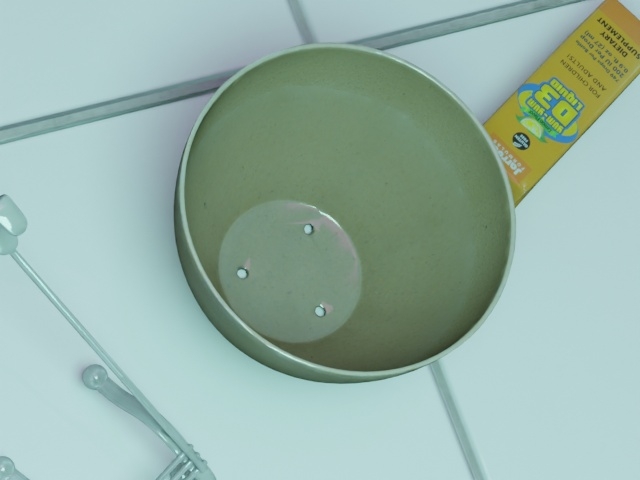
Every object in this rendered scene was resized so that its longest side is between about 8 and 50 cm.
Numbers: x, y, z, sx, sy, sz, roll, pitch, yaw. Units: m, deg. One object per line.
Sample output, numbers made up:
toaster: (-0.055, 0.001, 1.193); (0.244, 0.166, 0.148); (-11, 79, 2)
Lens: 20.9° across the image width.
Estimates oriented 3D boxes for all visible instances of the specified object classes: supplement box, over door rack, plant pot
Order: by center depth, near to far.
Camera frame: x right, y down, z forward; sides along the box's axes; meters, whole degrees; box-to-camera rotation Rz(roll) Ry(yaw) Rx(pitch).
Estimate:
over door rack: (-0.254, 0.155, 1.353); (0.239, 0.108, 0.324); (-47, 119, -25)
plant pot: (0.000, 0.000, 1.478); (0.284, 0.191, 0.284); (5, 70, -15)
supplement box: (0.225, -0.127, 1.656); (0.078, 0.080, 0.233); (43, 67, 2)
